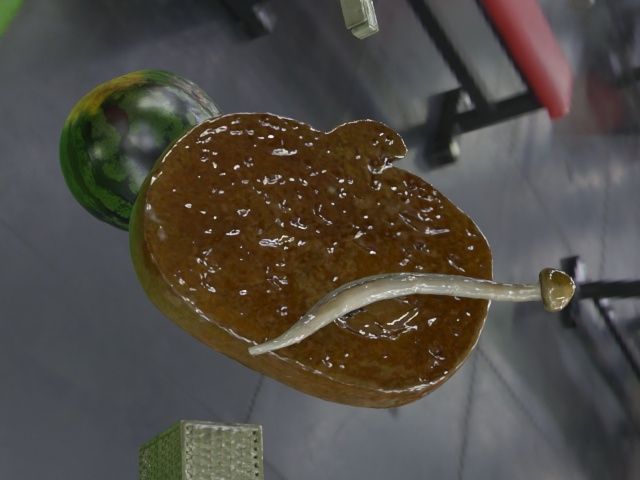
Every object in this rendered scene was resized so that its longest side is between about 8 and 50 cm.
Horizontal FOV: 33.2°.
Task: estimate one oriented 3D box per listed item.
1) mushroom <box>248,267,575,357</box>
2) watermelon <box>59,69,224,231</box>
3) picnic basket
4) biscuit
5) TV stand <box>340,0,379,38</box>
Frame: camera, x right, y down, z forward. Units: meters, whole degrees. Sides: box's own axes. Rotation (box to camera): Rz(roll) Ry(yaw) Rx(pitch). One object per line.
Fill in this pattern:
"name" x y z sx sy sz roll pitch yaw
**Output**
"mushroom" 0.077 0.053 0.918 0.306 0.068 0.043 -6 101 -19
"watermelon" -0.262 -0.133 1.620 0.269 0.269 0.269 28 55 -50
"picnic basket" -0.180 0.365 1.595 0.134 0.196 0.154 10 64 -27
"biscuit" 0.000 0.001 1.085 0.368 0.063 0.314 25 56 -3
"TV stand" 0.041 -0.440 1.687 0.042 0.036 0.249 6 68 -56
